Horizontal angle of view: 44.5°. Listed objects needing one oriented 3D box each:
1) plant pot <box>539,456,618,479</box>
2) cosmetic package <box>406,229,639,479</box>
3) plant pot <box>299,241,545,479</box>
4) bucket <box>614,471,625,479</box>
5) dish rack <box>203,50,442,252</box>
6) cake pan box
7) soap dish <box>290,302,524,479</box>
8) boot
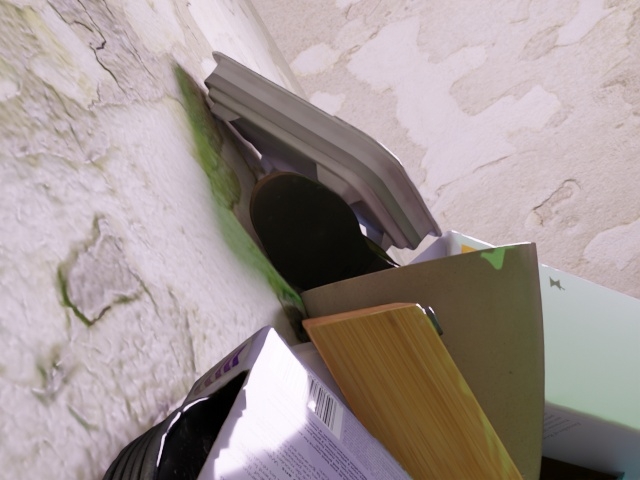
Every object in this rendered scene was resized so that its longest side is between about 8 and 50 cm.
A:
[{"bbox_3d":[0.316,0.338,1.257,0.212,0.187,0.212,-12,65,-35],"label":"plant pot"},{"bbox_3d":[0.334,0.179,1.138,0.454,0.161,0.230,19,54,-19],"label":"cosmetic package"},{"bbox_3d":[0.132,0.163,0.830,0.256,0.257,0.273,17,60,-78],"label":"plant pot"},{"bbox_3d":[0.445,0.487,1.088,0.281,0.183,0.281,49,4,-4],"label":"bucket"},{"bbox_3d":[-0.007,-0.103,1.051,0.333,0.072,0.285,35,-5,30],"label":"dish rack"},{"bbox_3d":[0.014,0.182,0.356,0.267,0.070,0.245,49,12,-8],"label":"cake pan box"},{"bbox_3d":[0.081,0.178,0.619,0.290,0.118,0.229,60,-4,4],"label":"soap dish"},{"bbox_3d":[0.000,0.000,0.974,0.305,0.112,0.115,41,5,-45],"label":"boot"}]
